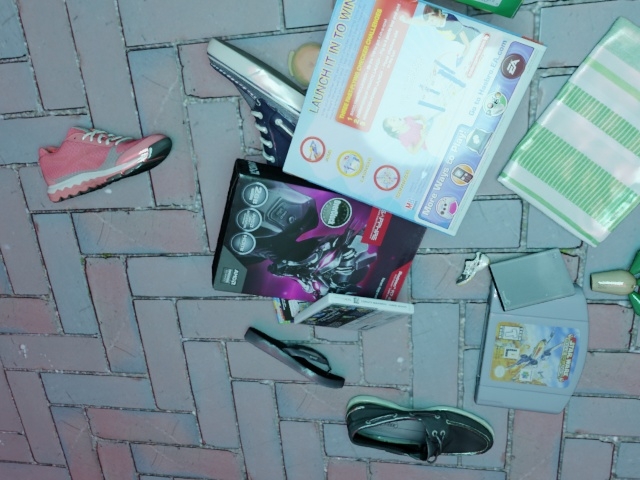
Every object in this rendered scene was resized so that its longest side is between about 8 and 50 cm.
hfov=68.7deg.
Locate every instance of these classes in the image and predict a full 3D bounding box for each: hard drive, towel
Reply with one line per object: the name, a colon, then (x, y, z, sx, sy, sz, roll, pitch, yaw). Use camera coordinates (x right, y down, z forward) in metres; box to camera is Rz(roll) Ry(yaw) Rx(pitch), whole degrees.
hard drive: (0.406, 0.076, 0.906, 0.135, 0.022, 0.094, -15, 73, 5)
towel: (0.508, -0.174, 0.827, 0.248, 0.038, 0.324, 34, 112, -1)

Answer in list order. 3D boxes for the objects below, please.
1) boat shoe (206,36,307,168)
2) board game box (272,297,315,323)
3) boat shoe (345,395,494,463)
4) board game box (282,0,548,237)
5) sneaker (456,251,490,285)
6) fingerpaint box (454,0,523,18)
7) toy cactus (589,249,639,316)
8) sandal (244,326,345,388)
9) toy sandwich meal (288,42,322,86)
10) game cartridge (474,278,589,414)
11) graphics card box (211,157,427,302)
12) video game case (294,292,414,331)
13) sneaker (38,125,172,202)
boat shoe: (-0.086, -0.217, 0.872, 0.341, 0.127, 0.158, 33, 110, -6)
board game box: (-0.038, 0.092, 1.019, 0.141, 0.048, 0.170, -7, 108, 11)
boat shoe: (0.221, 0.441, 1.055, 0.340, 0.113, 0.127, 13, 111, 6)
board game box: (0.132, -0.203, 0.743, 0.302, 0.086, 0.308, 22, 111, 3)
sneaker: (0.303, 0.057, 0.954, 0.037, 0.032, 0.083, 45, 105, 7)
fingerpaint box: (0.126, -0.567, 0.627, 0.445, 0.163, 0.370, 20, 88, 4)
toy cactus: (0.609, 0.086, 0.873, 0.181, 0.112, 0.218, -2, 117, 22)
sandal: (-0.052, 0.260, 1.062, 0.255, 0.097, 0.054, 30, 85, -1)
toy sandwich meal: (-0.018, -0.328, 0.880, 0.086, 0.029, 0.085, 2, 108, 6)
game cartridge: (0.438, 0.225, 0.972, 0.198, 0.062, 0.297, 5, 110, 14)
graphics card box: (0.000, 0.000, 0.879, 0.371, 0.094, 0.232, 11, 115, -18)
video game case: (0.059, 0.145, 0.922, 0.173, 0.022, 0.190, 10, 156, -20)
sneaker: (-0.462, -0.181, 0.970, 0.314, 0.116, 0.136, -16, 104, 16)
